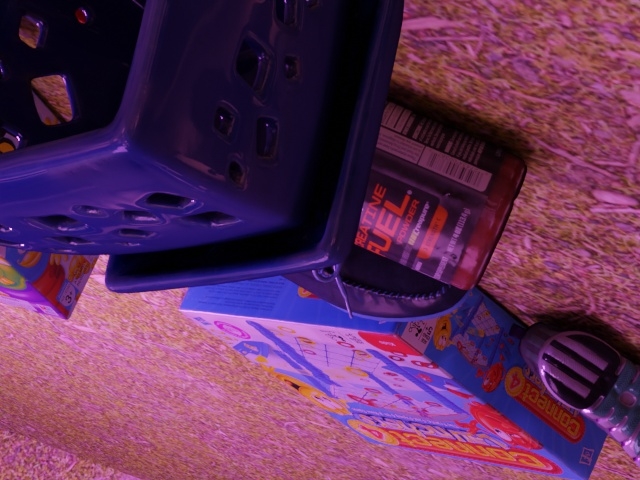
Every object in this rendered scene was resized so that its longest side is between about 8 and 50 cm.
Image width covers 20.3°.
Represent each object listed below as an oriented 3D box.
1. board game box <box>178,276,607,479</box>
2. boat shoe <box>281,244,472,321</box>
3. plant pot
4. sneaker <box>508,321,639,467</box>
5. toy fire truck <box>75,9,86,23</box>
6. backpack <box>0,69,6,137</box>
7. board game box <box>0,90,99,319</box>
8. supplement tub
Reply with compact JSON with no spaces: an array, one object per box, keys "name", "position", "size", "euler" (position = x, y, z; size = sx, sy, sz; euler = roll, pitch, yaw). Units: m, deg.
[{"name":"board game box","position":[0.073,0.111,1.708],"size":[0.308,0.086,0.302],"euler":[3,153,48]},{"name":"boat shoe","position":[0.000,0.000,1.457],"size":[0.258,0.109,0.089],"euler":[12,155,27]},{"name":"plant pot","position":[-0.092,-0.097,1.066],"size":[0.236,0.236,0.212],"euler":[-10,150,43]},{"name":"sneaker","position":[0.266,0.136,1.585],"size":[0.224,0.083,0.098],"euler":[39,179,-26]},{"name":"toy fire truck","position":[-0.192,-0.186,1.262],"size":[0.135,0.047,0.192],"euler":[35,160,-28]},{"name":"backpack","position":[-0.330,-0.160,1.408],"size":[0.182,0.115,0.152],"euler":[19,150,18]},{"name":"board game box","position":[-0.317,-0.060,1.618],"size":[0.144,0.142,0.275],"euler":[12,157,28]},{"name":"supplement tub","position":[0.038,-0.047,1.268],"size":[0.198,0.106,0.106],"euler":[23,162,4]}]
